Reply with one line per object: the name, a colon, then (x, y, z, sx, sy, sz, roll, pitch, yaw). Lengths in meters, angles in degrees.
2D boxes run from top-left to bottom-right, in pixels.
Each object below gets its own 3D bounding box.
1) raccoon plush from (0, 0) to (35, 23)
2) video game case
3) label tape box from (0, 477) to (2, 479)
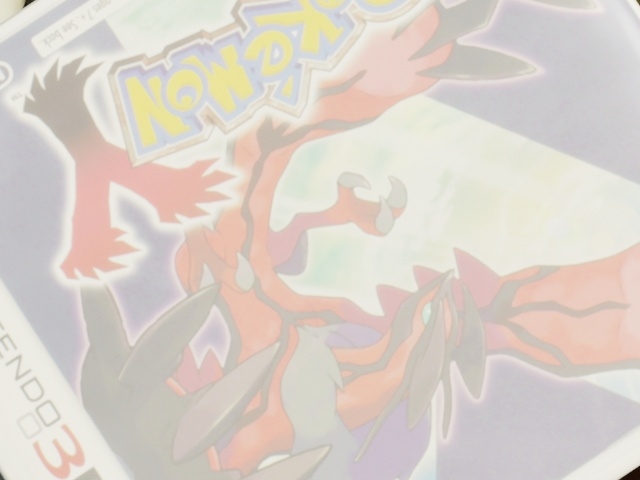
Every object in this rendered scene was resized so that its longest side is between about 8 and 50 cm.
raccoon plush: (-0.054, -0.239, 0.651, 0.299, 0.446, 0.216, -39, -33, 20)
video game case: (0.000, 0.000, 0.491, 0.201, 0.183, 0.023, -33, -4, -2)
label tape box: (-0.173, 0.058, 1.282, 0.115, 0.249, 0.347, 32, -34, -1)
